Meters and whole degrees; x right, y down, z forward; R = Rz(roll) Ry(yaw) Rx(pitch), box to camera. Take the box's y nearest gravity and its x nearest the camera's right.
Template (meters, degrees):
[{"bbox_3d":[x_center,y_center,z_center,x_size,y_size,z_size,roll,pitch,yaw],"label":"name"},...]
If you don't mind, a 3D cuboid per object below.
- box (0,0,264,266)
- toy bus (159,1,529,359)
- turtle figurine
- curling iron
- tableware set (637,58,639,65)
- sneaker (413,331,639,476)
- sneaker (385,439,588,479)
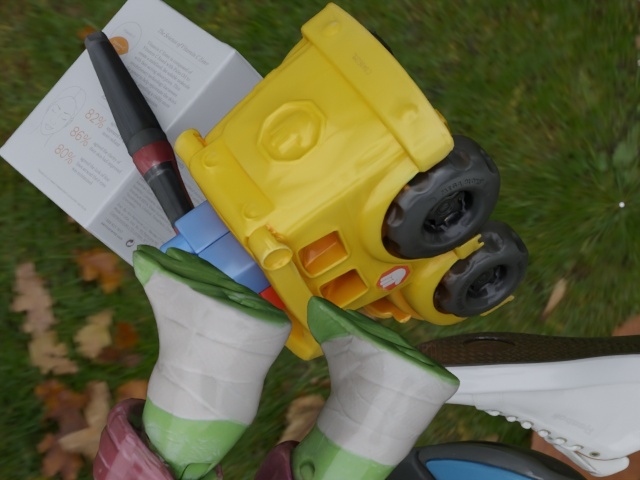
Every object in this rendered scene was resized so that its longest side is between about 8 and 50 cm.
[{"bbox_3d":[-0.132,-0.082,1.358,0.170,0.091,0.130,-49,50,-4],"label":"box"},{"bbox_3d":[0.000,0.000,1.108,0.211,0.220,0.149,-38,56,-4],"label":"toy bus"},{"bbox_3d":[-0.079,0.132,0.714,0.198,0.274,0.266,25,97,-6],"label":"turtle figurine"},{"bbox_3d":[-0.105,-0.057,1.265,0.274,0.068,0.035,52,135,36],"label":"curling iron"},{"bbox_3d":[0.309,-0.122,1.221,0.169,0.141,0.020,18,117,39],"label":"tableware set"},{"bbox_3d":[0.203,0.145,1.522,0.290,0.106,0.123,3,103,-16],"label":"sneaker"},{"bbox_3d":[0.084,0.177,1.000,0.140,0.341,0.125,-16,75,-25],"label":"sneaker"}]
